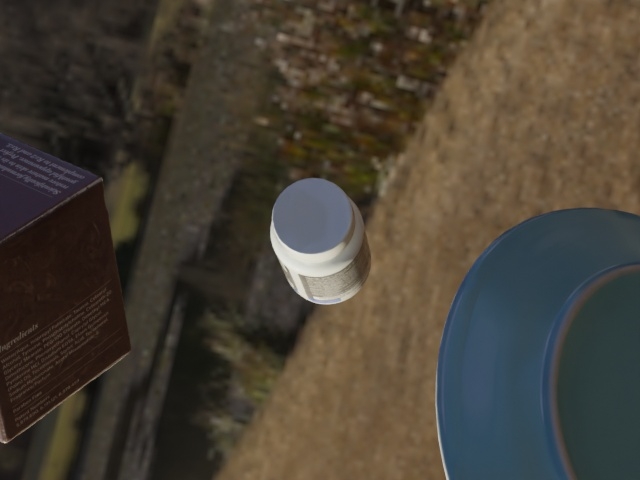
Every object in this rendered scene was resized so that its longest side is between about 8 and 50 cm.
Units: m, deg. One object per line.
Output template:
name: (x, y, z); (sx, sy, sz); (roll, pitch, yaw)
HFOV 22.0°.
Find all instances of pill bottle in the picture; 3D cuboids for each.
pill bottle: (0.000, 0.000, 1.367); (0.137, 0.078, 0.078); (72, -152, -73)

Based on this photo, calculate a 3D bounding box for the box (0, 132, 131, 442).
box: (-0.297, 0.038, 1.498); (0.167, 0.168, 0.203); (-36, -44, -37)

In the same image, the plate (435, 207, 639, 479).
plate: (0.123, 0.070, 0.560); (0.024, 0.188, 0.188); (-38, 36, 49)
